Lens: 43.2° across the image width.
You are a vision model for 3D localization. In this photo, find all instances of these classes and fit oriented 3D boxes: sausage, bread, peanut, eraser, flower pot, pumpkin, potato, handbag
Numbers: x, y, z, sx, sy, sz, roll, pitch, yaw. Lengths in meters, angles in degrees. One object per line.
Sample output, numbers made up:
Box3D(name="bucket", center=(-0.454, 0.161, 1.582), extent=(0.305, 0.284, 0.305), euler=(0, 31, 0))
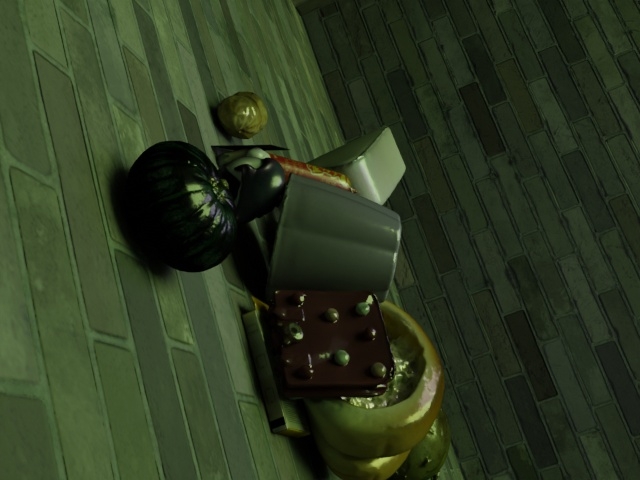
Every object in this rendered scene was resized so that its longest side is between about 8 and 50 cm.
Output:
Box3D(name="sausage", center=(-0.031, -0.145, 1.914), extent=(0.264, 0.083, 0.083), euler=(14, 41, -24))
Box3D(name="bread", center=(0.057, 0.275, 1.599), extent=(0.329, 0.245, 0.424), euler=(17, 27, -19))
Box3D(name="peanut", center=(-0.176, -0.289, 1.856), extent=(0.229, 0.098, 0.103), euler=(-61, 170, -75))
Box3D(name="eraser", center=(0.077, -0.161, 2.117), extent=(0.331, 0.331, 0.150), euler=(-74, 141, -73))
Box3D(name="flower pot", center=(0.028, 0.013, 1.604), extent=(0.265, 0.243, 0.265), euler=(10, 90, -89))
Box3D(name="pumpkin", center=(-0.194, -0.050, 1.164), extent=(0.202, 0.140, 0.202), euler=(-23, 90, -82))
Box3D(name="potato", center=(0.167, 0.390, 1.870), extent=(0.269, 0.219, 0.359), euler=(64, 4, -58))
Box3D(name="handbag", center=(0.015, 0.177, 1.426), extent=(0.074, 0.216, 0.203), euler=(114, -26, -45))

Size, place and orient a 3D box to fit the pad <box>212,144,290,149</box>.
Box3D(name="pad", center=(-0.147, -0.200, 1.749), extent=(0.190, 0.127, 0.004), euler=(-19, 109, -79))

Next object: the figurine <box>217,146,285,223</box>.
Box3D(name="figurine", center=(-0.129, -0.113, 1.610), extent=(0.222, 0.145, 0.145), euler=(-102, 166, -62))

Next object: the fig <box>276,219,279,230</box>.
Box3D(name="fig", center=(0.000, 0.000, 1.859), extent=(0.271, 0.239, 0.239), euler=(36, -14, 41))

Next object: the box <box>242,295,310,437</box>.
Box3D(name="box", center=(-0.082, 0.230, 1.452), extent=(0.129, 0.033, 0.247), euler=(44, 26, -64))
